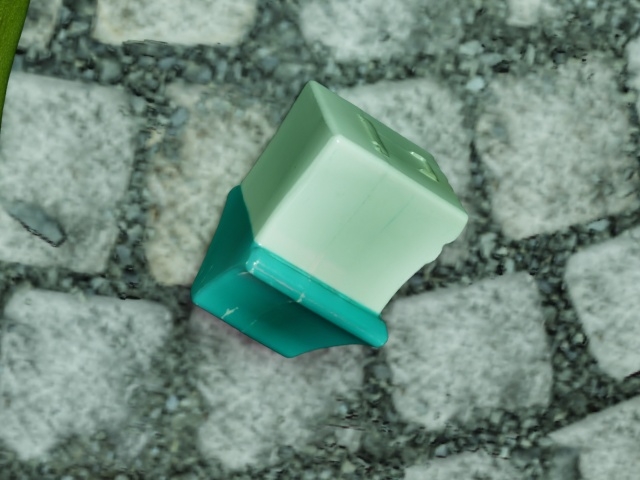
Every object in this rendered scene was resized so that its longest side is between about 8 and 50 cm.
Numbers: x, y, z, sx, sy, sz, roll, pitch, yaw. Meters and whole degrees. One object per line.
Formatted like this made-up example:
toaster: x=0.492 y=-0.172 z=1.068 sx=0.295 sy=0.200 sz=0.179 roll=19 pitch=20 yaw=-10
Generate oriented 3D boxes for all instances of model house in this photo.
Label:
model house: x=0.000 y=0.000 z=1.092 sx=0.100 sy=0.127 sz=0.149 roll=33 pitch=104 yaw=-18

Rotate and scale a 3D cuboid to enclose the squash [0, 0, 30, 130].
squash: x=-0.213 y=-0.088 z=1.065 sx=0.069 sy=0.069 sz=0.258 roll=11 pitch=112 yaw=-11
